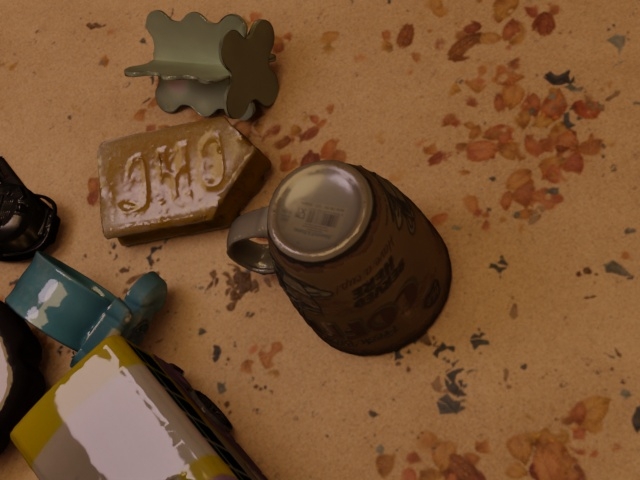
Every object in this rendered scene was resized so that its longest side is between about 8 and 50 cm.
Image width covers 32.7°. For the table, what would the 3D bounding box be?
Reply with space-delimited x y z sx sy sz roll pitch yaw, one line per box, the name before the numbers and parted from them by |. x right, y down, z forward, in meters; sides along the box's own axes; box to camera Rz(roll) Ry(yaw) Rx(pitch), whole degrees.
table | -0.187 -0.272 1.695 0.198 0.166 0.166 10 71 32

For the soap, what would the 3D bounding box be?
soap | -0.203 -0.093 1.646 0.258 0.080 0.160 -11 77 16

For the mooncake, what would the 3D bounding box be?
mooncake | -0.546 0.207 1.613 0.283 0.141 0.283 -3 71 9

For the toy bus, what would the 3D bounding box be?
toy bus | -0.167 0.343 1.357 0.209 0.249 0.440 -44 61 -2

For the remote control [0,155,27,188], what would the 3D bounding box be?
remote control | -0.520 -0.104 1.809 0.034 0.016 0.091 -41 61 -7

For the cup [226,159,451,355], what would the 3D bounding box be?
cup | 0.000 0.000 1.449 0.301 0.257 0.227 5 67 23

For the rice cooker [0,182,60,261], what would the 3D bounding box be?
rice cooker | -0.495 -0.029 1.719 0.165 0.106 0.112 -6 62 29

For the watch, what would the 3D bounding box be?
watch | -0.350 0.098 1.563 0.193 0.211 0.211 32 81 10
